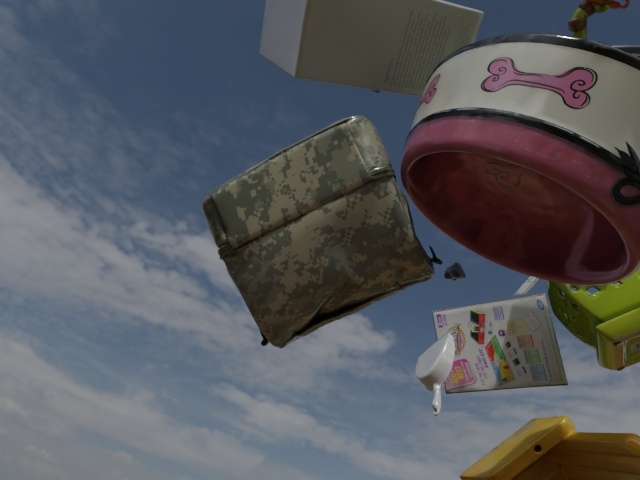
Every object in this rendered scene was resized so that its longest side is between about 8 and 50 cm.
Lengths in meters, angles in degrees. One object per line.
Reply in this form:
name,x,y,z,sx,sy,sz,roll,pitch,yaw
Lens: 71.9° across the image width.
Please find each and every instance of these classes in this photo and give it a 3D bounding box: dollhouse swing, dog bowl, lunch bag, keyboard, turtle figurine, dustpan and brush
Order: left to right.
lunch bag,0.000,0.000,0.690,0.305,0.256,0.212,-25,-11,7
dustpan and brush,0.292,0.349,1.123,0.060,0.211,0.147,37,-54,2
dog bowl,0.298,-0.083,0.643,0.408,0.150,0.408,32,-11,7
keyboard,0.674,0.068,1.317,0.014,0.256,0.072,43,-1,6
turtle figurine,0.382,-0.275,0.675,0.087,0.217,0.269,22,-50,47
dollhouse swing,0.520,0.562,0.839,0.346,0.315,0.305,55,-6,12

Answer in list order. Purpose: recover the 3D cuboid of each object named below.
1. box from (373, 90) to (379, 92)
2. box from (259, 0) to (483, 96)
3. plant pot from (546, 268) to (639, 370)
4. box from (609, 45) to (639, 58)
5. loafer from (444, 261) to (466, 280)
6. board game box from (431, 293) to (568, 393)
box,0.072,-0.561,1.047,0.296,0.183,0.294,10,-64,-46
box,0.087,-0.392,0.840,0.345,0.215,0.168,-1,-59,-26
plant pot,0.668,0.143,0.981,0.228,0.207,0.227,-26,-47,12
box,0.610,-0.353,0.969,0.183,0.059,0.233,13,3,26
loafer,0.435,0.109,1.444,0.061,0.062,0.170,-29,-15,16
board game box,0.497,0.297,1.253,0.317,0.242,0.064,-13,-17,25
